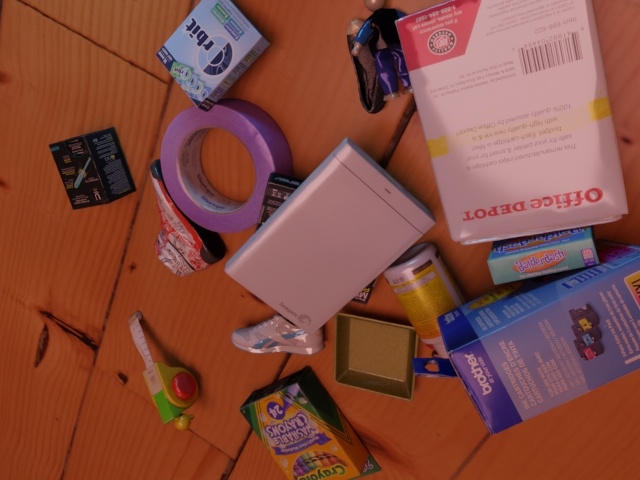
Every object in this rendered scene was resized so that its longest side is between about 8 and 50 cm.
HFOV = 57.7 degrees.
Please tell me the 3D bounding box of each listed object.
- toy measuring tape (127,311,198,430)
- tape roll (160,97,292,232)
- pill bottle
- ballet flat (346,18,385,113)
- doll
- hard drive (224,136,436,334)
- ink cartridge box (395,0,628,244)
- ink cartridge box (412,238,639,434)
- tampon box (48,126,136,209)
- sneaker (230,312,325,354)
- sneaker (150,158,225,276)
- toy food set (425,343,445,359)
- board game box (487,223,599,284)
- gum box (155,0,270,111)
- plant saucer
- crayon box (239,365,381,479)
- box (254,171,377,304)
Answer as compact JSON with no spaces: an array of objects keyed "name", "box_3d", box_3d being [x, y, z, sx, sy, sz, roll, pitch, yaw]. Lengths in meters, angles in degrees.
[{"name":"toy measuring tape","box_3d":[-0.406,0.340,1.537,0.121,0.121,0.330,-36,71,30]},{"name":"tape roll","box_3d":[-0.201,-0.158,1.235,0.274,0.090,0.275,9,114,20]},{"name":"pill bottle","box_3d":[0.222,0.122,1.153,0.117,0.117,0.215,-26,98,29]},{"name":"ballet flat","box_3d":[0.086,-0.321,1.070,0.057,0.049,0.173,-10,106,23]},{"name":"doll","box_3d":[0.116,-0.350,1.036,0.128,0.046,0.189,-18,104,-4]},{"name":"hard drive","box_3d":[0.014,0.006,1.121,0.233,0.047,0.353,39,112,-17]},{"name":"ink cartridge box","box_3d":[0.317,-0.213,0.952,0.279,0.160,0.385,-10,106,26]},{"name":"ink cartridge box","box_3d":[0.347,0.156,0.949,0.395,0.270,0.151,-29,89,8]},{"name":"tampon box","box_3d":[-0.533,-0.168,1.363,0.120,0.101,0.161,-6,109,25]},{"name":"sneaker","box_3d":[-0.101,0.209,1.351,0.228,0.087,0.092,-3,102,17]},{"name":"sneaker","box_3d":[-0.348,-0.042,1.343,0.144,0.090,0.270,-26,101,27]},{"name":"toy food set","box_3d":[0.271,0.242,1.236,0.122,0.019,0.078,38,120,5]},{"name":"board game box","box_3d":[0.378,-0.001,0.984,0.160,0.210,0.047,-15,104,26]},{"name":"gum box","box_3d":[-0.212,-0.373,1.129,0.184,0.041,0.157,-43,74,15]},{"name":"plant saucer","box_3d":[0.124,0.248,1.287,0.188,0.045,0.188,9,114,19]},{"name":"crayon box","box_3d":[-0.026,0.490,1.427,0.203,0.083,0.323,-31,97,30]},{"name":"box","box_3d":[0.000,0.000,1.180,0.269,0.060,0.217,14,118,-6]}]
